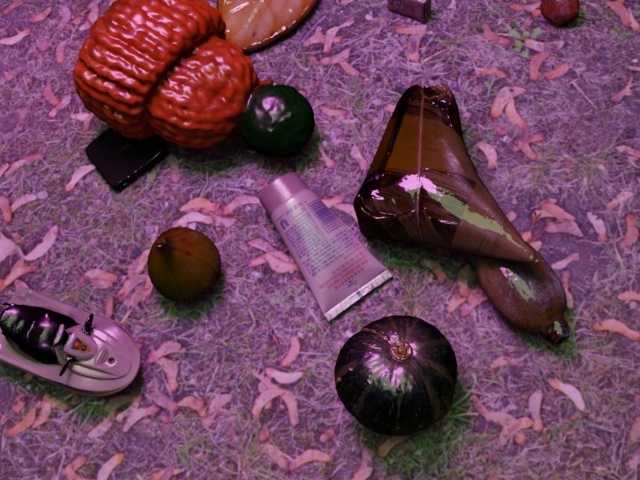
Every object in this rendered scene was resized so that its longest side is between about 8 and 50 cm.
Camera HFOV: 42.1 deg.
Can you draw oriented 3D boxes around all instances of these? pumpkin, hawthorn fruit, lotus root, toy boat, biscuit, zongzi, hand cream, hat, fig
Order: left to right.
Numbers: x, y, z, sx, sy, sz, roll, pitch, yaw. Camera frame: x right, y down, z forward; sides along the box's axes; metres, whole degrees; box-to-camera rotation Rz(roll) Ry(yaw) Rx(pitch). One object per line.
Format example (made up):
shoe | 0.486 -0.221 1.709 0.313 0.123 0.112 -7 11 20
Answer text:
toy boat | -0.427 0.163 1.365 0.269 0.141 0.141 13 68 29
fig | -0.237 0.026 1.337 0.124 0.236 0.124 -2 76 8
hat | -0.220 -0.253 1.493 0.400 0.285 0.285 40 76 -5
biscuit | -0.111 -0.476 1.649 0.203 0.041 0.260 23 72 14
hand cream | 0.000 0.000 1.409 0.133 0.083 0.248 -33 77 -6
pumpkin | 0.117 0.202 1.256 0.190 0.146 0.190 -4 64 8
zongzi | 0.238 -0.111 1.358 0.317 0.154 0.289 15 70 23
lotus root | 0.325 0.081 1.313 0.113 0.088 0.192 -27 65 -11
hawthorn fruit | 0.457 -0.422 1.537 0.103 0.067 0.067 33 73 -7

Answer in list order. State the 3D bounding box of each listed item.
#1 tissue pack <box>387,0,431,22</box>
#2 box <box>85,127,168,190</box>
tissue pack | 0.168 -0.455 1.584 0.083 0.063 0.035 26 70 19
box | -0.364 -0.168 1.557 0.126 0.027 0.125 -38 64 -8
